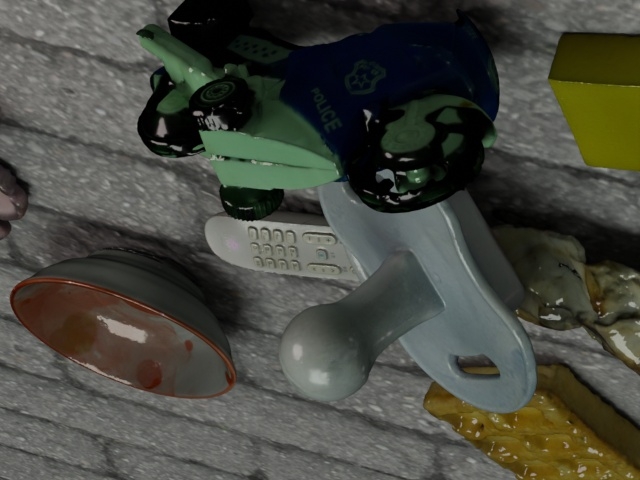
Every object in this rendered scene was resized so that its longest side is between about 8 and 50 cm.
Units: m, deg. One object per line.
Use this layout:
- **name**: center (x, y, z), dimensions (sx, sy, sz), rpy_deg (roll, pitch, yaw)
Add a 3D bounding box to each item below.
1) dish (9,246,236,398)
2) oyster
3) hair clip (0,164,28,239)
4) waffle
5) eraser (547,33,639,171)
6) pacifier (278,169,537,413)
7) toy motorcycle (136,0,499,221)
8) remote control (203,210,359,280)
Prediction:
- **dish**: center (-0.202, 0.076, 1.931), dimensions (0.260, 0.085, 0.260), rpy_deg (17, 155, 8)
- **oyster**: center (0.295, 0.084, 1.589), dimensions (0.355, 0.107, 0.201), rpy_deg (14, 157, 11)
- **hair clip**: center (-0.371, -0.067, 1.788), dimensions (0.173, 0.069, 0.300), rpy_deg (28, 163, -13)
- **waffle**: center (0.256, 0.213, 1.909), dimensions (0.168, 0.057, 0.274), rpy_deg (-11, 141, 45)
- **eraser**: center (0.236, -0.101, 1.340), dimensions (0.097, 0.045, 0.122), rpy_deg (5, 151, 28)
- **pacifier**: center (0.051, 0.054, 1.531), dimensions (0.238, 0.226, 0.287), rpy_deg (-5, 116, 59)
- **toy motorcycle**: center (0.007, -0.107, 1.351), dimensions (0.331, 0.196, 0.125), rpy_deg (15, 137, 40)
- **remote control**: center (0.000, 0.000, 1.698), dimensions (0.229, 0.044, 0.073), rpy_deg (4, 134, 13)
